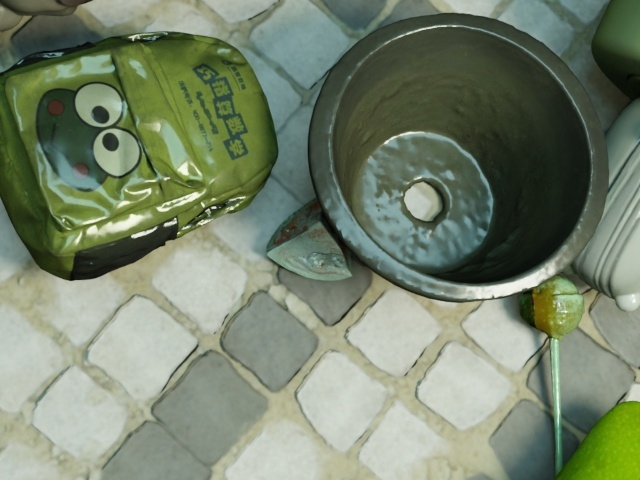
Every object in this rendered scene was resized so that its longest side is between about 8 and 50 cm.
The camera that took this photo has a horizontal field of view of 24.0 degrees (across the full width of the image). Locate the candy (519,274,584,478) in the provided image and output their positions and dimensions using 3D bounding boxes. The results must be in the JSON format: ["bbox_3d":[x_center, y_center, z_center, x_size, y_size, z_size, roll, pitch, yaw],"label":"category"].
[{"bbox_3d":[0.218,0.132,1.405,0.061,0.061,0.202,1,83,-10],"label":"candy"}]

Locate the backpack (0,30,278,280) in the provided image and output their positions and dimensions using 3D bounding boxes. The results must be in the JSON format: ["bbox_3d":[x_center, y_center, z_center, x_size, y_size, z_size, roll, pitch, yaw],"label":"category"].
[{"bbox_3d":[-0.168,-0.083,1.342,0.253,0.140,0.207,-20,79,-21],"label":"backpack"}]

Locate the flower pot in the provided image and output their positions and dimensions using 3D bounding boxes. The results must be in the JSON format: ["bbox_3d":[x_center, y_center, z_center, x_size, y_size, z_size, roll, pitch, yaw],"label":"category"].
[{"bbox_3d":[0.112,-0.057,1.371,0.269,0.166,0.269,2,75,-7],"label":"flower pot"}]

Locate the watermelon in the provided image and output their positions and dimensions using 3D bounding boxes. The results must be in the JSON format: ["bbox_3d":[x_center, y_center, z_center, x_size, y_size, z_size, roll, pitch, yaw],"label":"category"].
[{"bbox_3d":[0.000,0.000,1.386,0.085,0.061,0.085,2,69,-4],"label":"watermelon"}]

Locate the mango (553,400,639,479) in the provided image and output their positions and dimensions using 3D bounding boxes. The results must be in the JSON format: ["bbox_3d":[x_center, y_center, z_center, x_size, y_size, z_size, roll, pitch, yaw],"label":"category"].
[{"bbox_3d":[0.240,0.302,1.303,0.192,0.156,0.343,24,67,-11],"label":"mango"}]

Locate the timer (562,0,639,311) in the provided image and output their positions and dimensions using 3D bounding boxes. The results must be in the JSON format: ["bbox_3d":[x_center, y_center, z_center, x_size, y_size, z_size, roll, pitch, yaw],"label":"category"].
[{"bbox_3d":[0.339,-0.083,1.392,0.291,0.291,0.315,33,92,0],"label":"timer"}]

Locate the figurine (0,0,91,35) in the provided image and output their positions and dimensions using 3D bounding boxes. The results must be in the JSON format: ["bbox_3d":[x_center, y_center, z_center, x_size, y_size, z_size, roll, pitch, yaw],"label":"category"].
[{"bbox_3d":[-0.187,-0.315,1.314,0.380,0.203,0.248,-6,83,25],"label":"figurine"}]
